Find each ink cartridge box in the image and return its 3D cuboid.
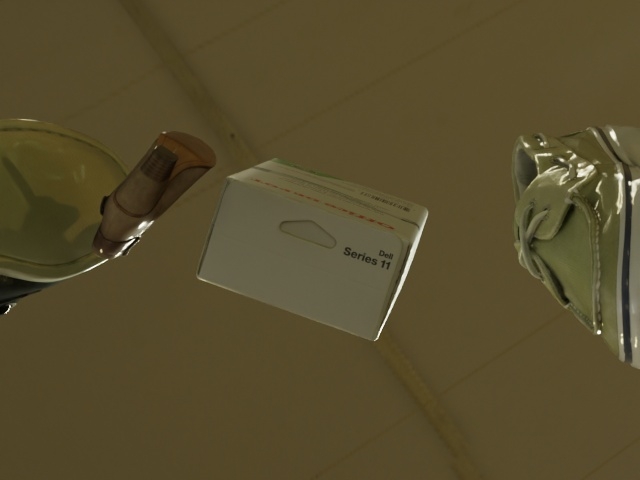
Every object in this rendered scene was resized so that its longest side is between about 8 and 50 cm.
[{"bbox_3d":[0.000,0.000,0.992,0.153,0.208,0.086,19,-80,6],"label":"ink cartridge box"}]

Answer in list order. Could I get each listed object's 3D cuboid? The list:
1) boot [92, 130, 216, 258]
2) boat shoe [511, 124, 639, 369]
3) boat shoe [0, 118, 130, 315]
[{"bbox_3d":[-0.121,-0.031,0.854,0.042,0.118,0.087,37,-75,8],"label":"boot"},{"bbox_3d":[0.167,-0.001,0.751,0.094,0.302,0.109,-1,-73,8],"label":"boat shoe"},{"bbox_3d":[-0.269,0.006,0.839,0.340,0.113,0.127,-31,-87,-53],"label":"boat shoe"}]
